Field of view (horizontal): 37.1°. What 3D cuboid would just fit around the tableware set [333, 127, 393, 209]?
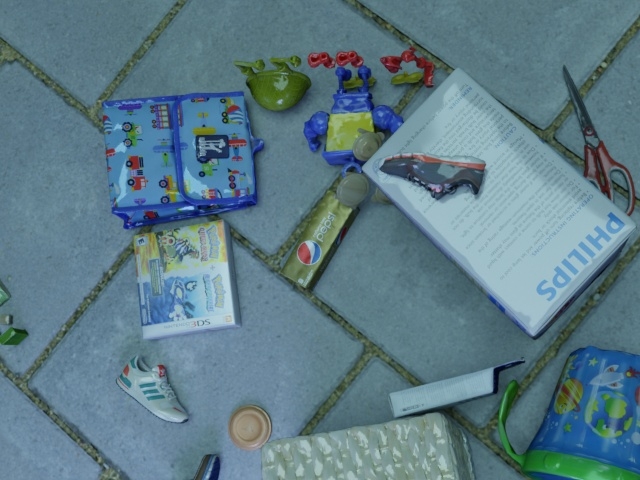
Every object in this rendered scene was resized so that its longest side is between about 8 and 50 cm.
[{"bbox_3d":[0.103,-0.128,1.713,0.020,0.141,0.169,50,125,52],"label":"tableware set"}]

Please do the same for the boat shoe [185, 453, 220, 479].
[{"bbox_3d":[-0.240,0.468,1.734,0.066,0.066,0.183,20,85,16],"label":"boat shoe"}]

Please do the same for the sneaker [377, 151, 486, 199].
[{"bbox_3d":[0.159,-0.092,1.383,0.158,0.061,0.065,4,89,15],"label":"sneaker"}]

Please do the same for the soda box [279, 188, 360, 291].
[{"bbox_3d":[0.000,0.000,1.767,0.061,0.058,0.181,30,87,15],"label":"soda box"}]

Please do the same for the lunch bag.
[{"bbox_3d":[-0.253,-0.159,1.829,0.293,0.138,0.221,-8,78,-2],"label":"lunch bag"}]

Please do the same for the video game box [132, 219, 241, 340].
[{"bbox_3d":[-0.255,0.076,1.815,0.187,0.048,0.205,-10,79,8],"label":"video game box"}]

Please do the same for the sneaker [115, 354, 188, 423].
[{"bbox_3d":[-0.304,0.276,1.785,0.161,0.057,0.075,32,94,18],"label":"sneaker"}]

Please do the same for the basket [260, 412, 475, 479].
[{"bbox_3d":[0.095,0.464,1.536,0.328,0.266,0.331,-12,66,8],"label":"basket"}]

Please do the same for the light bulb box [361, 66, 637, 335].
[{"bbox_3d":[0.294,-0.042,1.557,0.361,0.358,0.225,45,94,14],"label":"light bulb box"}]

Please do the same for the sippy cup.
[{"bbox_3d":[0.464,0.299,1.546,0.305,0.240,0.224,20,73,-10],"label":"sippy cup"}]

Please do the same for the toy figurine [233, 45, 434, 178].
[{"bbox_3d":[0.026,-0.215,1.739,0.362,0.191,0.217,-2,85,13],"label":"toy figurine"}]

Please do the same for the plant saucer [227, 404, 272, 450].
[{"bbox_3d":[-0.131,0.345,1.759,0.083,0.013,0.083,-2,80,12],"label":"plant saucer"}]

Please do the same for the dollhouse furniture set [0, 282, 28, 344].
[{"bbox_3d":[-0.643,0.141,1.879,0.076,0.058,0.152,-40,75,3],"label":"dollhouse furniture set"}]

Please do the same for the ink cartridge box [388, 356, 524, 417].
[{"bbox_3d":[0.238,0.247,1.590,0.224,0.223,0.045,-17,78,10],"label":"ink cartridge box"}]

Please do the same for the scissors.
[{"bbox_3d":[0.498,-0.179,1.715,0.109,0.021,0.297,-5,79,14],"label":"scissors"}]
